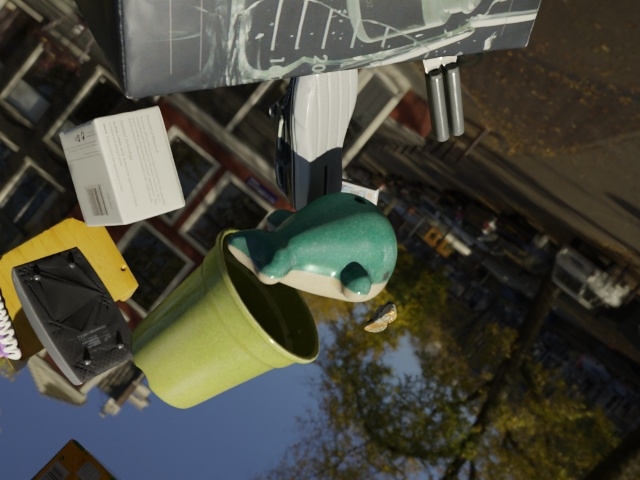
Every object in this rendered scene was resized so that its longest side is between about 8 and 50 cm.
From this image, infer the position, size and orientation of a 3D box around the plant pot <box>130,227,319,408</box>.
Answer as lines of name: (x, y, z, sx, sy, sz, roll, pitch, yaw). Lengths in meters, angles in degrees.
plant pot: (-0.184, 0.160, 1.302, 0.276, 0.254, 0.276, 50, -166, -18)

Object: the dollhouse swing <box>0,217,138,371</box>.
dollhouse swing: (-0.713, 0.137, 1.903, 0.305, 0.347, 0.315, -4, 118, 52)

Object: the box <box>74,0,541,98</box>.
box: (-0.003, -0.433, 0.692, 0.297, 0.472, 0.479, 55, 149, 40)

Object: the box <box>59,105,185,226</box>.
box: (-0.346, -0.125, 1.273, 0.181, 0.119, 0.181, -1, 106, 52)

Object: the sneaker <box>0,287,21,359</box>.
sneaker: (-0.681, 0.154, 1.472, 0.095, 0.105, 0.236, -132, 33, -52)

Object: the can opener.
can opener: (0.243, -0.339, 1.498, 0.093, 0.074, 0.280, -124, 14, -56)

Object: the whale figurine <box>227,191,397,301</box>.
whale figurine: (0.000, 0.000, 1.064, 0.272, 0.141, 0.216, 1, -149, -47)

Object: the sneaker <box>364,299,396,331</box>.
sneaker: (0.111, 0.138, 1.340, 0.032, 0.083, 0.036, 24, -133, -27)

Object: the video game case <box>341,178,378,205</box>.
video game case: (0.045, -0.077, 1.905, 0.201, 0.183, 0.023, 18, -148, 20)

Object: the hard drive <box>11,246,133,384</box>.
hard drive: (-0.478, 0.146, 1.421, 0.254, 0.054, 0.172, 57, -145, 5)

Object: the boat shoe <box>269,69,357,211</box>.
boat shoe: (-0.029, -0.178, 1.137, 0.119, 0.121, 0.335, 33, 136, 27)

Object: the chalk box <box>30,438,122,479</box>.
chalk box: (-0.491, 0.592, 1.583, 0.179, 0.180, 0.289, 32, 157, 28)
